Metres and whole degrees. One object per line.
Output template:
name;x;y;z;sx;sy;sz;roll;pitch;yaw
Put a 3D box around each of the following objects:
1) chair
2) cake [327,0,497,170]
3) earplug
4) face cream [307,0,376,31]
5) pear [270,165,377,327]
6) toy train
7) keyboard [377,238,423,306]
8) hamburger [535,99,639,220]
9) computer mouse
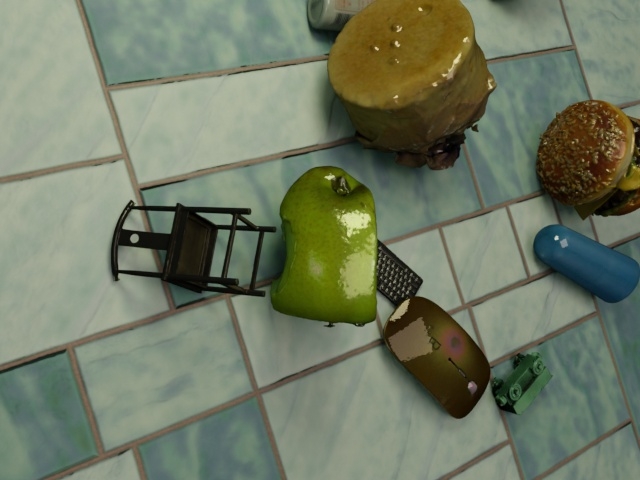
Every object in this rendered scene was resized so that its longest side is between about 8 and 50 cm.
chair;-0.234;0.018;1.103;0.260;0.141;0.155;4;76;20
cake;0.211;-0.325;1.313;0.321;0.332;0.332;50;58;-53
earplug;0.664;0.047;1.531;0.273;0.132;0.132;26;72;-16
face cream;0.101;-0.521;1.361;0.251;0.101;0.101;-4;84;-27
pear;0.000;0.000;1.123;0.176;0.286;0.282;4;95;-10
toy train;0.480;0.343;1.427;0.172;0.070;0.099;-39;109;-25
keyboard;0.097;0.032;1.317;0.309;0.018;0.101;41;67;-15
hamburger;0.687;-0.205;1.505;0.225;0.291;0.291;10;77;-23
computer mouse;0.266;0.260;1.324;0.310;0.072;0.158;47;71;-16
